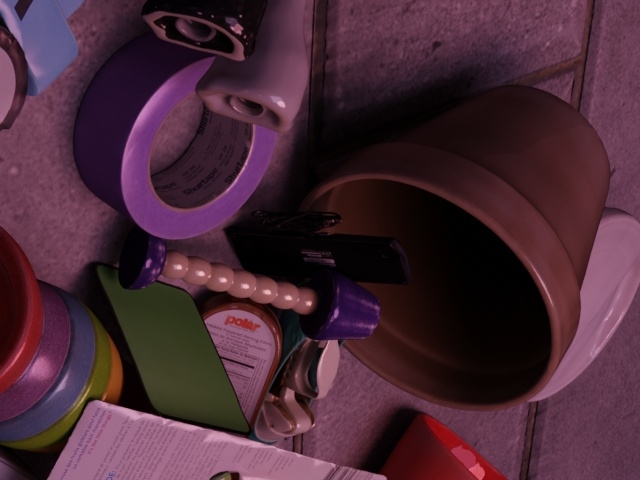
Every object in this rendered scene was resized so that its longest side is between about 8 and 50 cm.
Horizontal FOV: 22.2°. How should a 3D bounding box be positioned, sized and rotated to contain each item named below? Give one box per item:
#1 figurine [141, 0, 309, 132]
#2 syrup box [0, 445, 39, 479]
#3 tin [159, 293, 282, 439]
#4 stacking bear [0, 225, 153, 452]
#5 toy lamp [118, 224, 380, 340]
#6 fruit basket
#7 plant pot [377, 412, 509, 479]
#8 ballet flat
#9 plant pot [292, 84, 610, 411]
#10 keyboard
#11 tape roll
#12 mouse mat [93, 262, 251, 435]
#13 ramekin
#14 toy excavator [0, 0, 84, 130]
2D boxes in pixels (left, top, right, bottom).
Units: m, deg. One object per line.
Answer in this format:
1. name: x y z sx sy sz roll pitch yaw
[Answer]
1. figurine: -0.048 -0.228 1.394 0.215 0.092 0.209 57 49 -62
2. syrup box: -0.386 0.281 1.543 0.237 0.096 0.093 -52 143 -7
3. tin: -0.107 0.149 1.749 0.106 0.040 0.189 18 104 -13
4. stacking bear: -0.258 0.127 1.537 0.175 0.164 0.289 -53 145 -5
5. toy lamp: -0.065 0.047 1.661 0.275 0.080 0.080 16 104 -28
6. fruit basket: -0.150 0.319 1.609 0.353 0.165 0.327 21 108 -29
7. plant pot: 0.148 0.396 2.067 0.243 0.275 0.275 -49 141 3
8. ballet flat: -0.032 0.161 1.805 0.083 0.087 0.247 0 127 -34
9. plant pot: 0.175 -0.020 1.803 0.280 0.323 0.323 -48 144 -39
10. keyboard: 0.000 0.000 1.709 0.100 0.192 0.038 71 30 -48
11. tape roll: -0.136 -0.102 1.563 0.189 0.080 0.189 -25 130 -34
12. mouse mat: -0.146 0.108 1.619 0.007 0.189 0.153 -40 146 22
13. ramekin: 0.277 0.058 2.045 0.273 0.127 0.272 -32 140 -31
14. toy excavator: -0.228 -0.256 1.287 0.445 0.222 0.433 -50 142 -23
